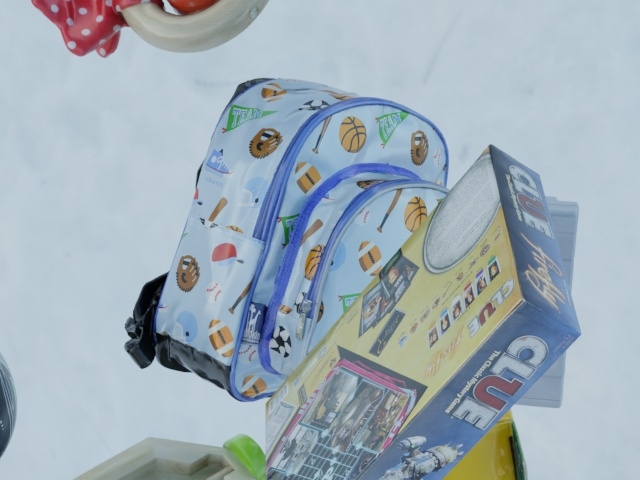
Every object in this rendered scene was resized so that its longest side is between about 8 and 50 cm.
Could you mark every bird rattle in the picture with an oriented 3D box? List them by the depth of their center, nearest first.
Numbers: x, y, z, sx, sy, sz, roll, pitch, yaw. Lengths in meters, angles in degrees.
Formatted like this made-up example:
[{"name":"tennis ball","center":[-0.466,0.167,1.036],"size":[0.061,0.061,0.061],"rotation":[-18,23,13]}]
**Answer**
[{"name":"bird rattle","center":[-0.141,-0.264,1.488],"size":[0.253,0.143,0.207],"rotation":[-45,57,-12]}]

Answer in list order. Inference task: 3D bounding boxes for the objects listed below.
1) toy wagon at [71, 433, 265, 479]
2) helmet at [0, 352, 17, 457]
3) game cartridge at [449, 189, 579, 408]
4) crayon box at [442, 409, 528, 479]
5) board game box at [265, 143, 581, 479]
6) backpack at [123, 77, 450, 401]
[{"name":"toy wagon","center":[-0.105,0.333,1.430],"size":[0.267,0.068,0.344],"rotation":[-28,58,-31]},{"name":"helmet","center":[-0.331,0.133,1.274],"size":[0.169,0.169,0.161],"rotation":[41,100,-9]},{"name":"game cartridge","center":[0.207,0.077,1.890],"size":[0.196,0.060,0.294],"rotation":[6,123,11]},{"name":"crayon box","center":[0.136,0.176,1.458],"size":[0.083,0.323,0.203],"rotation":[-11,125,2]},{"name":"board game box","center":[0.050,0.079,0.921],"size":[0.042,0.165,0.243],"rotation":[30,118,-19]},{"name":"backpack","center":[0.000,0.000,1.307],"size":[0.276,0.213,0.263],"rotation":[1,98,-54]}]
